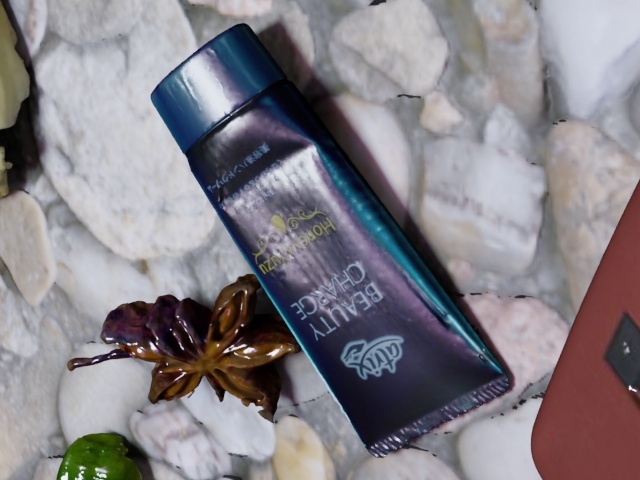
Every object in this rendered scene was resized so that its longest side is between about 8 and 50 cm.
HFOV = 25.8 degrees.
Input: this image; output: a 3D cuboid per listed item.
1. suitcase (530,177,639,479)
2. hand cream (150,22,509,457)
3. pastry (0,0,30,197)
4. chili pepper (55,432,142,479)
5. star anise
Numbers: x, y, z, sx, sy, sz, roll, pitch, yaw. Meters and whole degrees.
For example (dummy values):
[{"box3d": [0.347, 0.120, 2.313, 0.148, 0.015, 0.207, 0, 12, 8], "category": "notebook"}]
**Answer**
[{"box3d": [0.226, 0.097, 0.556, 0.297, 0.161, 0.236, -121, 41, -50], "category": "suitcase"}, {"box3d": [0.000, 0.000, 0.853, 0.120, 0.061, 0.270, -34, 90, 36], "category": "hand cream"}, {"box3d": [-0.353, -0.115, 1.017, 0.256, 0.170, 0.236, -10, 101, 36], "category": "pastry"}, {"box3d": [-0.172, 0.247, 1.066, 0.072, 0.073, 0.204, 17, 118, 18], "category": "chili pepper"}, {"box3d": [-0.097, 0.073, 0.934, 0.191, 0.070, 0.097, -12, 128, 22], "category": "star anise"}]
